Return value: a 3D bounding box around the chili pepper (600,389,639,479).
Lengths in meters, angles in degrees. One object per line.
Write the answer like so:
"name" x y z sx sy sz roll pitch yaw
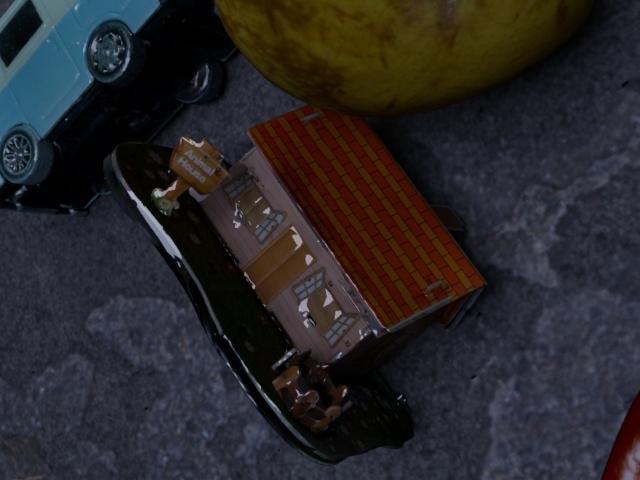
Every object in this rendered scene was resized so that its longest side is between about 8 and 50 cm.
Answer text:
"chili pepper" 0.251 0.169 0.784 0.134 0.131 0.338 34 106 35

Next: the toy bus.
"toy bus" -0.198 -0.161 1.034 0.271 0.133 0.164 -43 66 23

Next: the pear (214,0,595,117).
"pear" 0.056 -0.217 0.823 0.281 0.281 0.280 -1 88 28

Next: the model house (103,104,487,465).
"model house" 0.001 0.001 0.882 0.154 0.207 0.294 -41 71 18
